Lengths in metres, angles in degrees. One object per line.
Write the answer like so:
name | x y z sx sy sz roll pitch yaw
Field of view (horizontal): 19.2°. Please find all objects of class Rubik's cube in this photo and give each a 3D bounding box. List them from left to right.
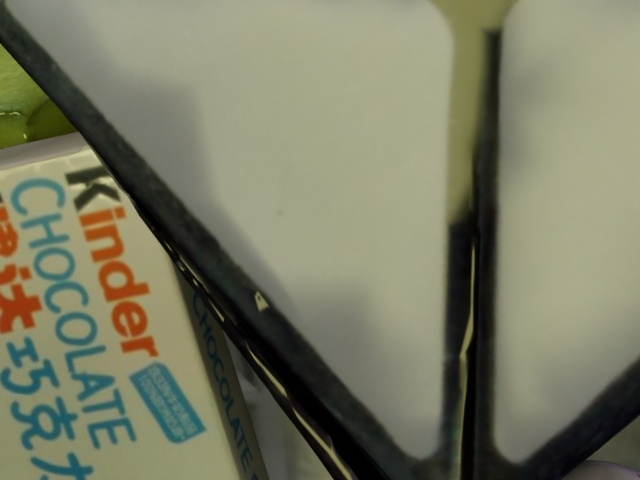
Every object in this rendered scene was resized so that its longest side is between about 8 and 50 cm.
Rubik's cube | 0.088 -0.103 0.738 0.310 0.305 0.307 -43 85 16

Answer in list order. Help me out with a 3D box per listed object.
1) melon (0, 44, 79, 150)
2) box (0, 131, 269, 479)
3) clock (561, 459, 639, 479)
melon | -0.166 0.052 0.935 0.196 0.124 0.323 1 111 18
box | -0.161 0.100 0.860 0.265 0.048 0.273 -13 105 15
clock | 0.155 0.244 0.770 0.322 0.113 0.295 45 148 -3
